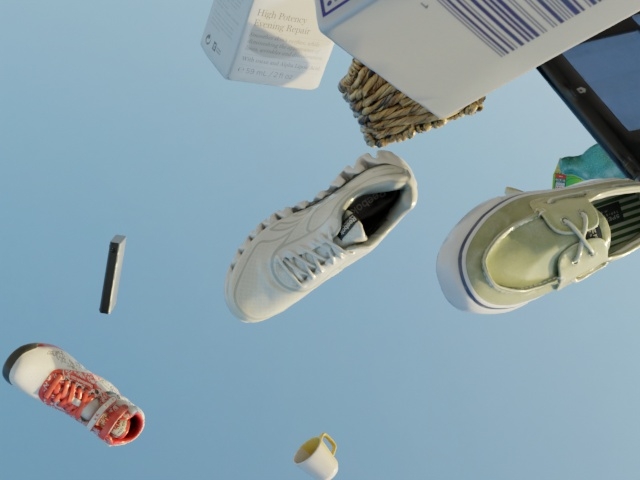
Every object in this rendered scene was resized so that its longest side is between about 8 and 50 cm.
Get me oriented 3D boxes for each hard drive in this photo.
[{"bbox_3d":[-0.387,0.062,2.132,0.022,0.135,0.094,10,-172,-5],"label":"hard drive"}]

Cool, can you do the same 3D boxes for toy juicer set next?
[{"bbox_3d":[0.466,-0.087,1.683,0.209,0.329,0.089,36,-130,-41],"label":"toy juicer set"}]

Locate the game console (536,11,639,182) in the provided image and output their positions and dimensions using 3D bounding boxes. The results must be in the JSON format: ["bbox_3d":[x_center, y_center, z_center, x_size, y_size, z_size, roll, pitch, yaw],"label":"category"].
[{"bbox_3d":[0.470,-0.219,1.508,0.342,0.060,0.386,-12,-130,-22],"label":"game console"}]

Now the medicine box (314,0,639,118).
[{"bbox_3d":[0.127,-0.283,0.807,0.149,0.263,0.289,29,-137,-43],"label":"medicine box"}]

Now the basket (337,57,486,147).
[{"bbox_3d":[0.120,-0.293,1.687,0.214,0.223,0.299,-19,-162,21],"label":"basket"}]

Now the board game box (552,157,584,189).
[{"bbox_3d":[0.511,-0.106,2.040,0.181,0.043,0.092,7,-155,17],"label":"board game box"}]

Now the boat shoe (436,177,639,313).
[{"bbox_3d":[0.242,-0.010,1.135,0.302,0.109,0.094,-23,-174,-36],"label":"boat shoe"}]

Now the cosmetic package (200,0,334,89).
[{"bbox_3d":[-0.029,-0.277,1.169,0.117,0.231,0.085,1,-144,-33],"label":"cosmetic package"}]

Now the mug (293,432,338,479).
[{"bbox_3d":[0.002,0.375,1.966,0.064,0.078,0.062,47,167,-15],"label":"mug"}]

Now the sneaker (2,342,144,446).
[{"bbox_3d":[-0.398,0.260,1.902,0.145,0.090,0.270,32,173,34],"label":"sneaker"}]

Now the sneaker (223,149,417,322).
[{"bbox_3d":[0.000,0.000,1.422,0.110,0.292,0.118,49,-178,-18],"label":"sneaker"}]
